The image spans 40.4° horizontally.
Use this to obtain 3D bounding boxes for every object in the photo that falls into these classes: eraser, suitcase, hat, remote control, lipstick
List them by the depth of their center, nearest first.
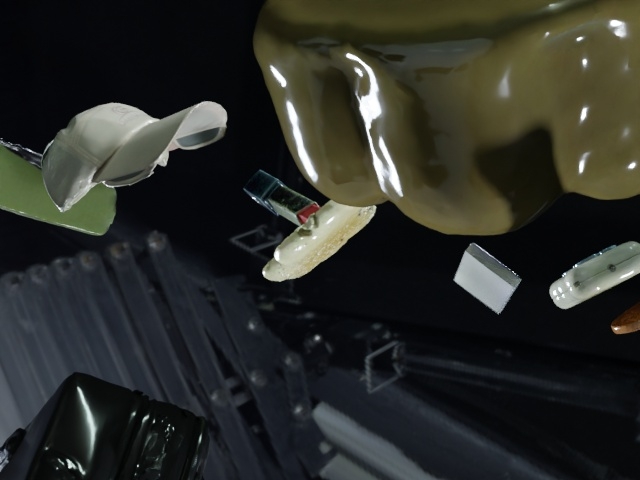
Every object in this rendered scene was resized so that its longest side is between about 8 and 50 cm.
[{"bbox_3d":[-0.243,0.313,0.757,0.188,0.345,0.339,27,-39,-16],"label":"suitcase"},{"bbox_3d":[0.248,0.032,0.783,0.074,0.122,0.032,-25,-101,0],"label":"remote control"},{"bbox_3d":[-0.257,-0.148,1.175,0.164,0.219,0.226,49,-56,1],"label":"hat"},{"bbox_3d":[-0.053,-0.060,1.454,0.051,0.051,0.312,46,-5,-26],"label":"lipstick"},{"bbox_3d":[0.283,0.067,1.491,0.104,0.023,0.150,38,-17,14],"label":"eraser"}]

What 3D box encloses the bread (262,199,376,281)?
[{"bbox_3d":[0.000,0.000,1.286,0.182,0.251,0.039,-44,-99,9],"label":"bread"}]

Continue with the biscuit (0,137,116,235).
[{"bbox_3d":[-0.454,-0.090,1.313,0.038,0.322,0.099,4,-103,48],"label":"biscuit"}]

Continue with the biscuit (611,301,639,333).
[{"bbox_3d":[0.380,0.083,1.001,0.015,0.091,0.078,61,-21,0],"label":"biscuit"}]

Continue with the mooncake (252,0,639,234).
[{"bbox_3d":[0.166,-0.201,0.943,0.467,0.467,0.262,17,-47,37],"label":"mooncake"}]
